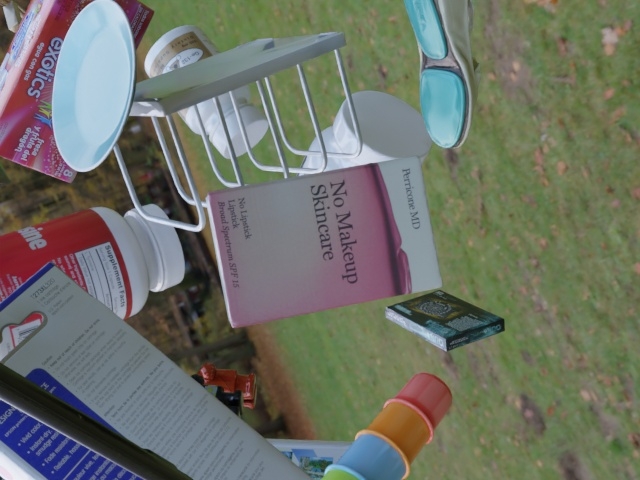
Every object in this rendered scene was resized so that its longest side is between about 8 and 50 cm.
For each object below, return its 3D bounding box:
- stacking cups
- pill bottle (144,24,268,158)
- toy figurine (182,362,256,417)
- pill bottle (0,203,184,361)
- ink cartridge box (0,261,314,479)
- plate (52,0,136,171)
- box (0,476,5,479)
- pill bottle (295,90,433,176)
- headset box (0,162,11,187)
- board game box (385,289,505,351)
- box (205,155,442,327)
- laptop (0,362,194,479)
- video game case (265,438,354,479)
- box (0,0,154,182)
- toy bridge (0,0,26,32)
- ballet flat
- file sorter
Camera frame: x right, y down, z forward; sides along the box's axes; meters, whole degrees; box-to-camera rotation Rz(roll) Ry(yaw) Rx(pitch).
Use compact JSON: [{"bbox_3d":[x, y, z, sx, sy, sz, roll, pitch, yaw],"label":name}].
[{"bbox_3d":[0.059,0.276,0.990,0.096,0.316,0.096,27,141,25],"label":"stacking cups"},{"bbox_3d":[-0.201,-0.264,1.497,0.229,0.131,0.131,51,167,13],"label":"pill bottle"},{"bbox_3d":[-0.169,0.269,1.077,0.213,0.148,0.209,-30,-57,-87],"label":"toy figurine"},{"bbox_3d":[-0.478,0.069,1.579,0.229,0.408,0.229,34,135,43],"label":"pill bottle"},{"bbox_3d":[-0.179,0.199,0.790,0.371,0.176,0.069,42,137,-2],"label":"ink cartridge box"},{"bbox_3d":[-0.242,-0.168,0.908,0.188,0.024,0.188,-6,82,48],"label":"plate"},{"bbox_3d":[-0.339,0.313,0.926,0.147,0.077,0.180,-54,55,30],"label":"box"},{"bbox_3d":[0.053,-0.083,1.535,0.210,0.210,0.363,62,144,29],"label":"pill bottle"},{"bbox_3d":[-0.660,-0.091,1.303,0.246,0.283,0.131,-97,-18,-84],"label":"headset box"},{"bbox_3d":[0.216,0.138,1.468,0.186,0.126,0.026,25,126,59],"label":"board game box"},{"bbox_3d":[0.000,0.000,0.923,0.127,0.232,0.148,180,79,-84],"label":"box"},{"bbox_3d":[-0.359,0.114,0.498,0.408,0.236,0.382,15,157,39],"label":"laptop"},{"bbox_3d":[-0.082,0.522,1.550,0.036,0.329,0.300,-177,94,-73],"label":"video game case"},{"bbox_3d":[-0.340,-0.224,1.093,0.123,0.257,0.128,23,-171,-35],"label":"box"},{"bbox_3d":[-0.584,-0.428,1.582,0.188,0.026,0.063,26,-143,-62],"label":"toy bridge"},{"bbox_3d":[0.164,-0.230,1.032,0.086,0.086,0.248,-123,13,-49],"label":"ballet flat"},{"bbox_3d":[-0.112,-0.144,1.075,0.193,0.278,0.173,11,123,51],"label":"file sorter"}]
